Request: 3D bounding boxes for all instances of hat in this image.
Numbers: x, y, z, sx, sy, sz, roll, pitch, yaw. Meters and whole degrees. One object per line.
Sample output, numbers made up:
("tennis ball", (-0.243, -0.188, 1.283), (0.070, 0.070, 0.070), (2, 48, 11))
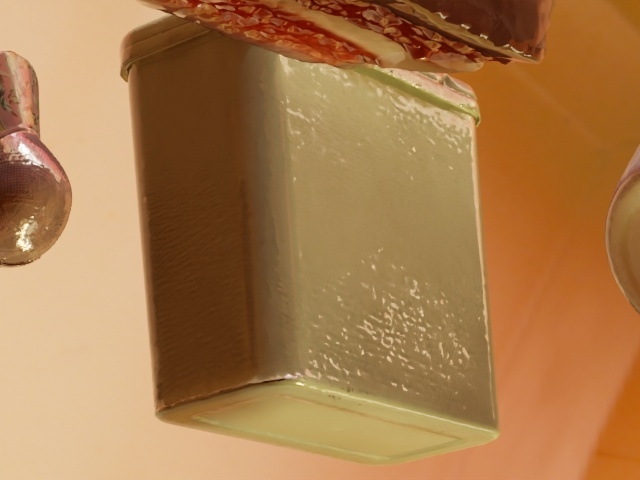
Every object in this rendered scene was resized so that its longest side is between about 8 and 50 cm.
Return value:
("hat", (-0.118, -0.031, 0.758), (0.058, 0.042, 0.087), (30, -110, -63))

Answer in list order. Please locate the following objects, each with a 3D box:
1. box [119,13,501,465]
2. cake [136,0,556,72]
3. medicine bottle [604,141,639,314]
("box", (0.000, 0.000, 1.681), (0.352, 0.177, 0.344), (19, -121, -49))
("cake", (0.002, -0.238, 1.155), (0.309, 0.237, 0.230), (13, -93, -46))
("medicine bottle", (0.268, -0.068, 1.058), (0.165, 0.165, 0.273), (56, -138, -22))
